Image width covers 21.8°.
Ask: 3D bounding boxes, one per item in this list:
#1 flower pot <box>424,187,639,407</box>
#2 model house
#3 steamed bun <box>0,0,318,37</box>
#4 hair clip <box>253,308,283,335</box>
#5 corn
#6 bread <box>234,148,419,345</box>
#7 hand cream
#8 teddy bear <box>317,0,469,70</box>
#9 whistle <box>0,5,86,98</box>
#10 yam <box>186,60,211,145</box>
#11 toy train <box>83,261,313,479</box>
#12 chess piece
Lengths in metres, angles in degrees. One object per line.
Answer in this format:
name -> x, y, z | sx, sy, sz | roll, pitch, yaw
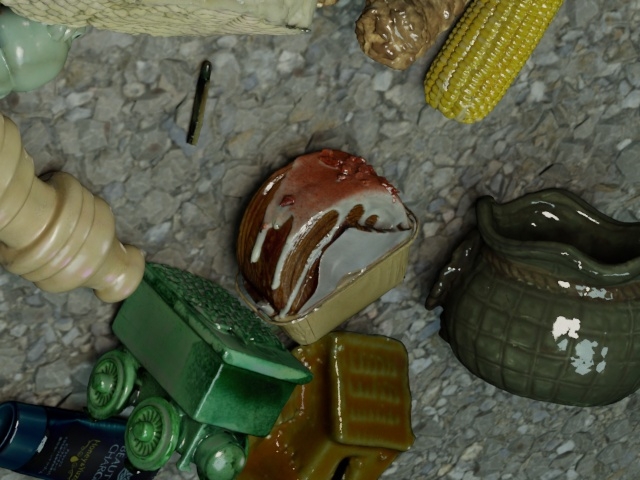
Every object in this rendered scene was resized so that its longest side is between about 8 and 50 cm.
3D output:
flower pot -> 0.286, 0.064, 2.068 | 0.301, 0.302, 0.213 | 2, 110, -30
model house -> -0.012, 0.214, 2.073 | 0.268, 0.173, 0.239 | 11, 119, -38
steamed bun -> -0.156, -0.299, 1.547 | 0.320, 0.275, 0.206 | 8, 83, -47
hair clip -> -0.052, 0.102, 2.067 | 0.137, 0.022, 0.054 | -26, 132, -8
corn -> 0.208, -0.244, 1.892 | 0.093, 0.093, 0.244 | 17, 115, -37
bread -> 0.000, 0.000, 1.941 | 0.224, 0.142, 0.212 | -34, 138, -15
hand cream -> -0.293, 0.256, 2.039 | 0.270, 0.061, 0.120 | 21, 108, -47
teddy bear -> 0.126, -0.338, 1.685 | 0.296, 0.246, 0.222 | -38, 162, -38
whistle -> -0.346, -0.175, 1.634 | 0.244, 0.110, 0.092 | -20, 90, -17
yam -> -0.133, -0.150, 1.830 | 0.014, 0.014, 0.107 | -4, 127, -27
toy train -> -0.153, 0.162, 1.898 | 0.145, 0.266, 0.202 | 21, 102, -39
chess piece -> -0.300, -0.013, 1.778 | 0.124, 0.139, 0.307 | -18, 144, 27
